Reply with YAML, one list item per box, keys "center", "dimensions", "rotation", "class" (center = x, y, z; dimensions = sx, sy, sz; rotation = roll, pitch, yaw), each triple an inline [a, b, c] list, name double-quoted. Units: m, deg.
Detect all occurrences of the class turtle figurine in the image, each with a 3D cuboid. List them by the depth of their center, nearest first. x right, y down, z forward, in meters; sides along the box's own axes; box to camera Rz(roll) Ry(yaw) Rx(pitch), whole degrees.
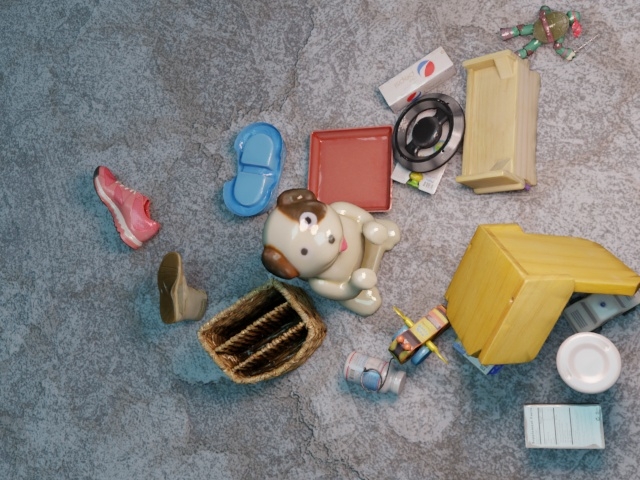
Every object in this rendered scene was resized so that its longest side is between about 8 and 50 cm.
- center: [0.619, -0.571, 1.844]
  dimensions: [0.234, 0.118, 0.175]
  rotation: [-18, 74, 22]
  class: "turtle figurine"

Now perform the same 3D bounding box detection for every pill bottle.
- center: [0.630, 0.290, 1.600]
  dimensions: [0.136, 0.245, 0.136]
  rotation: [-4, 78, 20]
  class: "pill bottle"
- center: [0.148, 0.365, 1.850]
  dimensions: [0.160, 0.087, 0.087]
  rotation: [16, 86, 22]
  class: "pill bottle"

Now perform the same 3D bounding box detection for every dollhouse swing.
- center: [0.530, 0.139, 1.652]
  dimensions: [0.305, 0.347, 0.315]
  rotation: [18, 108, -12]
  class: "dollhouse swing"

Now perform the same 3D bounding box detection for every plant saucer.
- center: [0.092, -0.203, 2.000]
  dimensions: [0.259, 0.048, 0.258]
  rotation: [-1, 80, 19]
  class: "plant saucer"

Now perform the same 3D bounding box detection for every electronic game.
- center: [0.295, -0.298, 1.872]
  dimensions: [0.229, 0.048, 0.229]
  rotation: [-13, 69, 38]
  class: "electronic game"

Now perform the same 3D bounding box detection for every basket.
- center: [-0.157, 0.274, 1.907]
  dimensions: [0.299, 0.223, 0.213]
  rotation: [-33, 71, 11]
  class: "basket"

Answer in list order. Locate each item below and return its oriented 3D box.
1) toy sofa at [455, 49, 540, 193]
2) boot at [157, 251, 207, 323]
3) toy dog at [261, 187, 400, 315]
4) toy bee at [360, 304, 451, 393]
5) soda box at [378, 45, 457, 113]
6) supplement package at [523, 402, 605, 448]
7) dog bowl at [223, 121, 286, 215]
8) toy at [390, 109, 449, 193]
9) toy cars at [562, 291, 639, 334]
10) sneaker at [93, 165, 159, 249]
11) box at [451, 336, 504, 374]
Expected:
- center: [0.483, -0.312, 1.840]
  dimensions: [0.150, 0.177, 0.363]
  rotation: [-4, 78, 45]
  class: "toy sofa"
- center: [-0.414, 0.143, 2.056]
  dimensions: [0.077, 0.165, 0.213]
  rotation: [-3, 85, 26]
  class: "boot"
- center: [0.000, 0.000, 1.800]
  dimensions: [0.395, 0.408, 0.285]
  rotation: [25, 89, 22]
  class: "toy dog"
- center: [0.244, 0.269, 1.747]
  dimensions: [0.195, 0.162, 0.298]
  rotation: [26, 69, 13]
  class: "toy bee"
- center: [0.282, -0.465, 1.968]
  dimensions: [0.216, 0.069, 0.074]
  rotation: [-32, 71, 12]
  class: "soda box"
- center: [0.594, 0.452, 1.659]
  dimensions: [0.179, 0.105, 0.105]
  rotation: [-5, 78, 20]
  class: "supplement package"
- center: [-0.194, -0.213, 2.093]
  dimensions: [0.166, 0.074, 0.297]
  rotation: [11, 84, 22]
  class: "dog bowl"
- center: [0.311, -0.256, 1.923]
  dimensions: [0.137, 0.056, 0.237]
  rotation: [24, 85, 23]
  class: "toy"
- center: [0.796, 0.174, 1.647]
  dimensions: [0.393, 0.087, 0.176]
  rotation: [8, 82, 21]
  class: "toy cars"
- center: [-0.631, -0.127, 2.234]
  dimensions: [0.136, 0.116, 0.314]
  rotation: [-31, 77, 1]
  class: "sneaker"
- center: [0.424, 0.291, 1.795]
  dimensions: [0.136, 0.028, 0.081]
  rotation: [41, 95, 24]
  class: "box"
